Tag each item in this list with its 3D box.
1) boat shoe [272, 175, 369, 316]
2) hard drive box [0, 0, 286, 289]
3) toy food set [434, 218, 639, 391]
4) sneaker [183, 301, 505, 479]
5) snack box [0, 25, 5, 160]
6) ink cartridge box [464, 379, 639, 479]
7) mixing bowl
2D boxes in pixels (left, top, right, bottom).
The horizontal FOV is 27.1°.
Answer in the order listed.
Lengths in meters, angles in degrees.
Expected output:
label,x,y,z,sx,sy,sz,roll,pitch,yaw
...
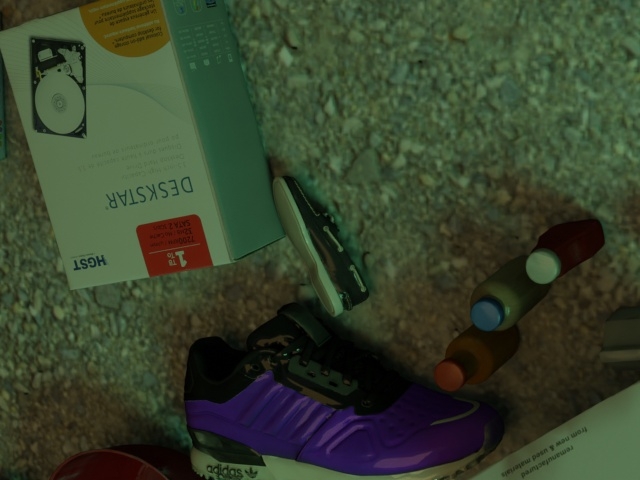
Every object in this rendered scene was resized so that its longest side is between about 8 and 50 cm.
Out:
label,x,y,z,sx,sy,sz,roll,pitch,yaw
boat shoe,0.000,0.000,1.098,0.125,0.038,0.046,63,163,5
hard drive box,-0.150,-0.089,1.123,0.181,0.089,0.232,-11,99,31
toy food set,0.195,0.049,0.967,0.232,0.104,0.111,-6,101,30
sneaker,0.003,0.124,1.094,0.293,0.102,0.146,-3,102,29
snack box,-0.345,-0.146,1.241,0.100,0.037,0.141,9,108,24
ink cartridge box,0.246,0.258,0.890,0.197,0.198,0.270,-37,59,30
mixing bowl,-0.154,0.259,1.219,0.181,0.098,0.181,8,107,27
